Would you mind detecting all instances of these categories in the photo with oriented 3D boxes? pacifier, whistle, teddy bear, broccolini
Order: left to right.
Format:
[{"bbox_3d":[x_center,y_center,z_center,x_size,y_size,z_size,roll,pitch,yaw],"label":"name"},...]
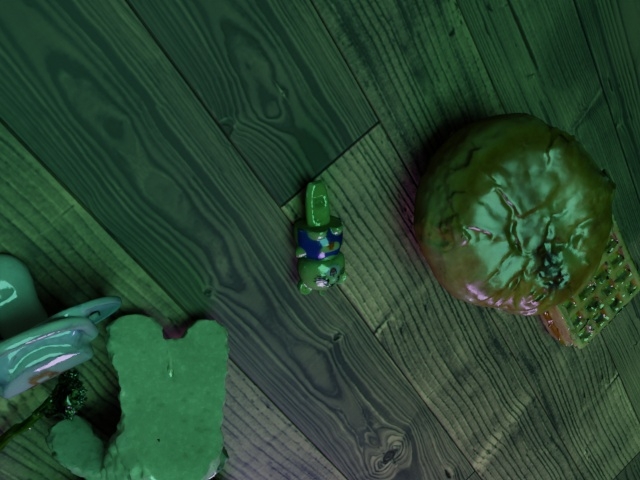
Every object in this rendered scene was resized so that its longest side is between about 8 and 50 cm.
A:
[{"bbox_3d":[-0.446,0.110,0.999,0.279,0.227,0.207,-26,80,-19],"label":"pacifier"},{"bbox_3d":[-0.462,0.295,1.083,0.254,0.071,0.058,-40,122,19],"label":"broccolini"},{"bbox_3d":[-0.323,0.369,1.194,0.328,0.375,0.362,9,146,-31],"label":"teddy bear"},{"bbox_3d":[0.000,0.000,1.237,0.105,0.085,0.227,-15,116,-28],"label":"whistle"}]

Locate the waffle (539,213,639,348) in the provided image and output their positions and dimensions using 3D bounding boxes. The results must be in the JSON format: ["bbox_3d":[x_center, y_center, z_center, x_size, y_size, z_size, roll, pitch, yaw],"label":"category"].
[{"bbox_3d":[0.593,0.061,1.585,0.261,0.114,0.376,-43,124,-5],"label":"waffle"}]

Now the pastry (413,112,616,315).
[{"bbox_3d":[0.370,-0.052,1.315,0.410,0.245,0.409,-3,103,-15],"label":"pastry"}]
